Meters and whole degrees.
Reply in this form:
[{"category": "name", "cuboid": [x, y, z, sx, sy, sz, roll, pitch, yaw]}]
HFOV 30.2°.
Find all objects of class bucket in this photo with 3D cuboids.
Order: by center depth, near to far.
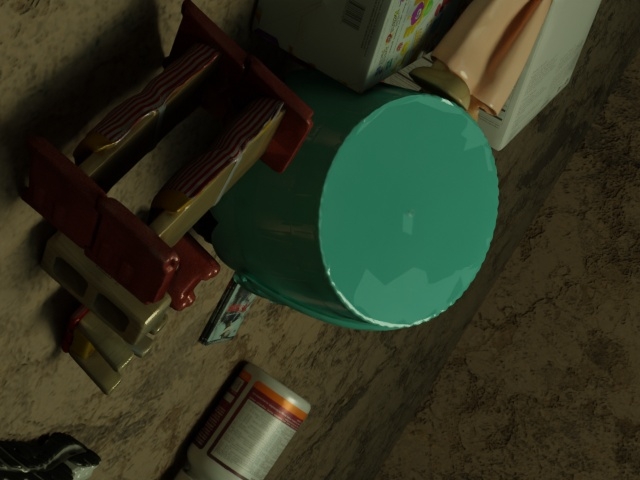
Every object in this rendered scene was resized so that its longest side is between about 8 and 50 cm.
[{"category": "bucket", "cuboid": [0.041, -0.041, 1.249, 0.281, 0.183, 0.281, -9, 106, -35]}]

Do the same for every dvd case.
[{"category": "dvd case", "cuboid": [-0.114, 0.085, 1.588, 0.119, 0.013, 0.087, -60, 162, 11]}]

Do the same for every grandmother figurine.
[{"category": "grandmother figurine", "cuboid": [0.230, -0.283, 1.263, 0.342, 0.104, 0.208, -55, 170, -1]}]

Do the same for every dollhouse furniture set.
[{"category": "dollhouse furniture set", "cuboid": [-0.166, -0.023, 1.113, 0.201, 0.152, 0.374, -48, 177, -29]}]

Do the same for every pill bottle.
[{"category": "pill bottle", "cuboid": [-0.121, 0.303, 1.761, 0.221, 0.121, 0.121, -55, 162, -6]}]

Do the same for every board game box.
[{"category": "board game box", "cuboid": [0.074, -0.285, 1.241, 0.275, 0.142, 0.144, -36, 152, -49]}]

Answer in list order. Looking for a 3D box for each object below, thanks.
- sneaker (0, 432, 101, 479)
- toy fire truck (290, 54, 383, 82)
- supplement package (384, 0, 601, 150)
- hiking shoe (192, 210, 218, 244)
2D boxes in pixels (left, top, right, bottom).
[{"category": "sneaker", "cuboid": [-0.311, 0.270, 1.270, 0.094, 0.081, 0.208, -57, 163, 5]}, {"category": "toy fire truck", "cuboid": [0.025, -0.202, 1.409, 0.192, 0.047, 0.135, -37, 152, -49]}, {"category": "supplement package", "cuboid": [0.235, -0.304, 1.544, 0.199, 0.198, 0.263, -43, 158, -37]}, {"category": "hiking shoe", "cuboid": [-0.067, -0.055, 1.366, 0.226, 0.114, 0.086, 0, 144, -40]}]
